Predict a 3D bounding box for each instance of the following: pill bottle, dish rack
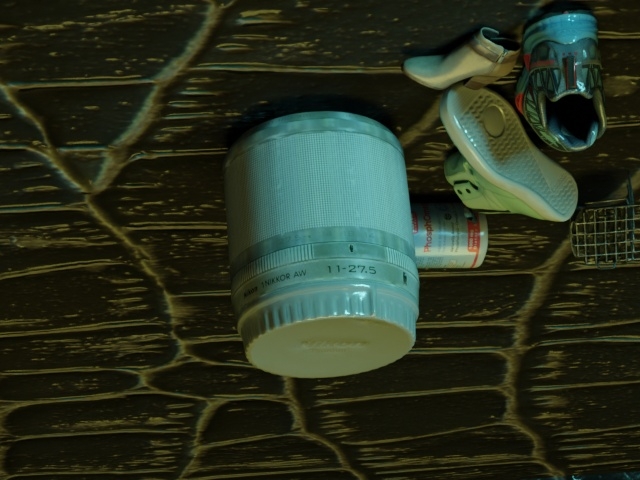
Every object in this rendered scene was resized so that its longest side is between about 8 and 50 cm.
[{"bbox_3d":[0.132,-0.007,2.375,0.160,0.087,0.087,-1,155,-11],"label":"pill bottle"},{"bbox_3d":[0.463,-0.035,2.405,0.271,0.074,0.208,-6,154,6],"label":"dish rack"}]

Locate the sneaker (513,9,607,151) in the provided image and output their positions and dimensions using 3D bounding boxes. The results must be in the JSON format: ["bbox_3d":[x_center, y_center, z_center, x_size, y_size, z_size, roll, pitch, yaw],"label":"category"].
[{"bbox_3d":[0.271,-0.147,2.047,0.104,0.125,0.262,-8,156,8],"label":"sneaker"}]

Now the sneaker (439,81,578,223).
[{"bbox_3d":[0.182,-0.098,2.183,0.151,0.094,0.256,1,150,43],"label":"sneaker"}]

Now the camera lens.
[{"bbox_3d":[0.000,0.000,2.134,0.219,0.274,0.219,-4,156,-2],"label":"camera lens"}]

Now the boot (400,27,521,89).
[{"bbox_3d":[0.160,-0.204,2.012,0.118,0.042,0.087,6,147,-27],"label":"boot"}]
